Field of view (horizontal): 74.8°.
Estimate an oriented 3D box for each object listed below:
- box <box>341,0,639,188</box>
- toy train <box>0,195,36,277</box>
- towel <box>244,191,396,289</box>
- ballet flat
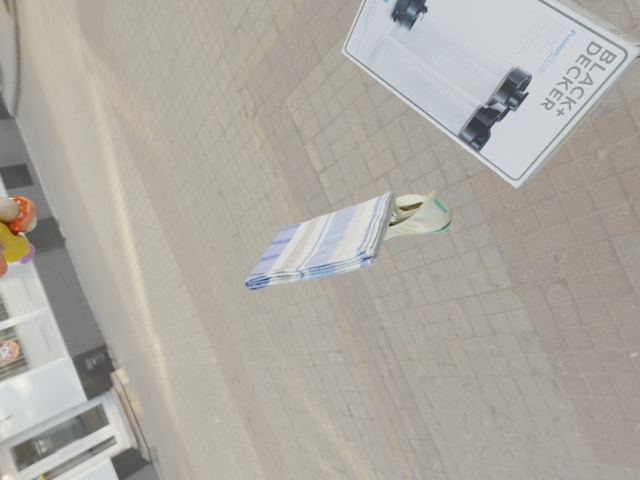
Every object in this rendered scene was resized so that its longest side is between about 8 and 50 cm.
[{"bbox_3d":[0.180,-0.220,0.486,0.290,0.087,0.169,45,132,17],"label":"box"},{"bbox_3d":[-0.236,-0.035,0.271,0.166,0.046,0.125,56,171,2],"label":"toy train"},{"bbox_3d":[0.000,0.000,0.794,0.284,0.209,0.034,-15,120,33],"label":"towel"},{"bbox_3d":[0.154,-0.049,0.850,0.248,0.086,0.086,-14,96,55],"label":"ballet flat"}]
